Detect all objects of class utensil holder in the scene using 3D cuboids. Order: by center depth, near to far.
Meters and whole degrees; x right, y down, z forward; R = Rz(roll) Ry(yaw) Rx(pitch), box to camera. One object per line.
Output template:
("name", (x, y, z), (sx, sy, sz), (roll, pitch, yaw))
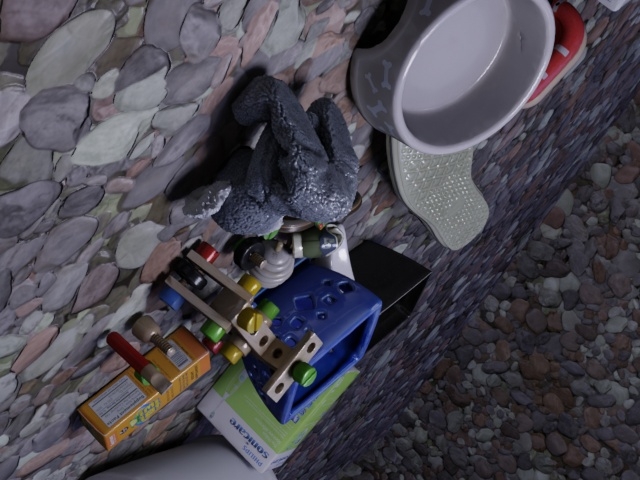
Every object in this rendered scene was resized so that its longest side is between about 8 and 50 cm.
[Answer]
("utensil holder", (-0.304, 0.588, 1.935), (0.328, 0.327, 0.385), (-53, 158, 15))

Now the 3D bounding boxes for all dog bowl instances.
("dog bowl", (0.219, -0.286, 1.501), (0.348, 0.102, 0.349), (-21, 139, -20))

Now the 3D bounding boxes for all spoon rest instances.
("spoon rest", (0.036, 0.089, 1.940), (0.137, 0.084, 0.276), (-72, 166, -49))

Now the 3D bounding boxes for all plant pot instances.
("plant pot", (-0.049, 0.170, 1.814), (0.236, 0.212, 0.236), (-37, 158, -28))
("plant pot", (0.110, 0.115, 2.126), (0.187, 0.167, 0.188), (-35, 157, -32))

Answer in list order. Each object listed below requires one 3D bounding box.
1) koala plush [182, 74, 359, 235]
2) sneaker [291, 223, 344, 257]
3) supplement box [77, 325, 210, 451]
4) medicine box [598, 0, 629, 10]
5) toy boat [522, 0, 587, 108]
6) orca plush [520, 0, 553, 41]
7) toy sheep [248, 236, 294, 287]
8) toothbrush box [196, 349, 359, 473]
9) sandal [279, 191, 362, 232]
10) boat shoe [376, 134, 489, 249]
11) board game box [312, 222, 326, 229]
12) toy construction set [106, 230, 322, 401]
("koala plush", (-0.075, -0.080, 1.331), (0.221, 0.203, 0.196), (-31, 156, 28))
("sneaker", (0.000, 0.000, 1.691), (0.192, 0.086, 0.064), (-50, 136, -82))
("supplement box", (-0.300, 0.254, 1.639), (0.233, 0.080, 0.078), (-37, 157, -24))
("medicine box", (0.402, -0.505, 1.329), (0.263, 0.289, 0.149), (-37, 161, -28))
("toy boat", (0.409, -0.385, 1.875), (0.231, 0.151, 0.151), (-48, 133, 1))
("orca plush", (0.394, -0.414, 1.662), (0.287, 0.102, 0.151), (67, 26, -56))
("toy sheep", (-0.086, 0.035, 1.665), (0.091, 0.091, 0.132), (-37, 161, -30))
("toothbrush box", (-0.091, 0.318, 2.029), (0.283, 0.206, 0.122), (-51, 162, 9))
("sandal", (-0.010, -0.065, 1.668), (0.219, 0.090, 0.060), (-17, 109, -39))
("boat shoe", (0.208, -0.144, 1.861), (0.187, 0.156, 0.500), (-42, 150, -2))
("board game box", (-0.028, -0.091, 1.522), (0.043, 0.092, 0.181), (-46, 161, -10))
("toy construction set", (-0.142, 0.158, 1.497), (0.308, 0.237, 0.258), (-32, 144, -33))
